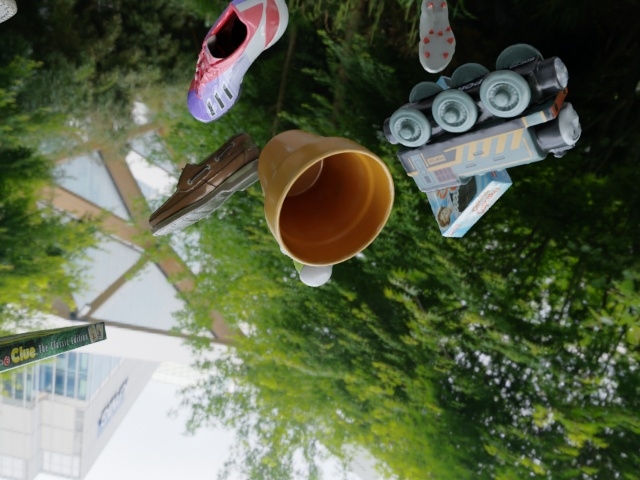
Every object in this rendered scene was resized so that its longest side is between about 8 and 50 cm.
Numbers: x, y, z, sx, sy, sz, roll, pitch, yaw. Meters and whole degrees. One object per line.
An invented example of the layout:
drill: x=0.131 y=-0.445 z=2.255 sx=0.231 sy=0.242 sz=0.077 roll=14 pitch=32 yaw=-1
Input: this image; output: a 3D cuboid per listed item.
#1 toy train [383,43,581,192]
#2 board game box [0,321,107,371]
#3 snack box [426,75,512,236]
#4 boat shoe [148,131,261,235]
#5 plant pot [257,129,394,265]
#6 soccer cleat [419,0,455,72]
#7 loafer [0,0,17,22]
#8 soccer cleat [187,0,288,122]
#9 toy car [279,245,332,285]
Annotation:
toy train: x=0.271 y=-0.199 z=0.947 sx=0.334 sy=0.190 sz=0.142 roll=-11 pitch=-147 yaw=43
board game box: x=-0.358 y=0.123 z=0.591 sx=0.136 sy=0.030 sz=0.260 roll=-6 pitch=177 yaw=5
snack box: x=0.295 y=-0.190 z=1.230 sx=0.060 sy=0.187 sz=0.321 roll=4 pitch=-128 yaw=-24
boat shoe: x=-0.258 y=-0.122 z=1.202 sx=0.104 sy=0.307 sz=0.111 roll=59 pitch=-172 yaw=3
plant pot: x=-0.014 y=-0.092 z=0.907 sx=0.205 sy=0.205 sz=0.188 roll=1 pitch=-150 yaw=-31
soccer cleat: x=0.224 y=-0.395 z=1.065 sx=0.068 sy=0.196 sz=0.076 roll=3 pitch=154 yaw=3
loafer: x=-0.579 y=-0.390 z=0.880 sx=0.269 sy=0.092 sz=0.102 roll=0 pitch=179 yaw=30
soccer cleat: x=-0.183 y=-0.323 z=0.990 sx=0.108 sy=0.318 sz=0.116 roll=55 pitch=-137 yaw=1
toy car: x=0.000 y=0.000 z=1.217 sx=0.136 sy=0.182 sz=0.159 roll=-10 pitch=-137 yaw=-32
